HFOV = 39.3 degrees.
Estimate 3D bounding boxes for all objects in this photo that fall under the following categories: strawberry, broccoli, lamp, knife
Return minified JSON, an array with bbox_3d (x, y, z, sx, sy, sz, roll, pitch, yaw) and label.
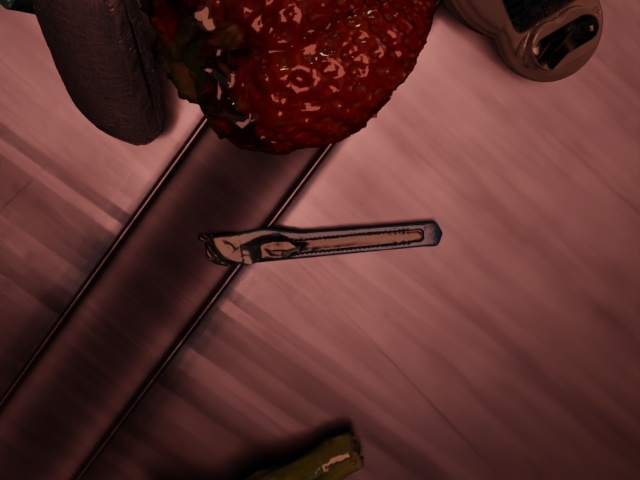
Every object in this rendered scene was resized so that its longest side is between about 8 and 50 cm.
[{"bbox_3d":[-0.022,-0.227,0.934,0.288,0.238,0.250,-36,104,-7],"label":"strawberry"},{"bbox_3d":[-0.082,0.329,1.106,0.304,0.165,0.145,-28,70,-9],"label":"broccoli"},{"bbox_3d":[0.220,-0.292,0.984,0.179,0.108,0.246,-29,108,1],"label":"lamp"},{"bbox_3d":[0.000,0.000,1.083,0.296,0.026,0.044,-5,90,1],"label":"knife"}]

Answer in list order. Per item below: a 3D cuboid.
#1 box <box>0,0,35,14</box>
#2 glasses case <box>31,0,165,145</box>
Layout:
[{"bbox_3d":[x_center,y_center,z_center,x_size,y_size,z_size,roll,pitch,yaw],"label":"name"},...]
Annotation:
[{"bbox_3d":[-0.262,-0.358,0.937,0.092,0.153,0.245,42,97,-8],"label":"box"},{"bbox_3d":[-0.229,-0.196,0.930,0.109,0.282,0.067,23,65,14],"label":"glasses case"}]
